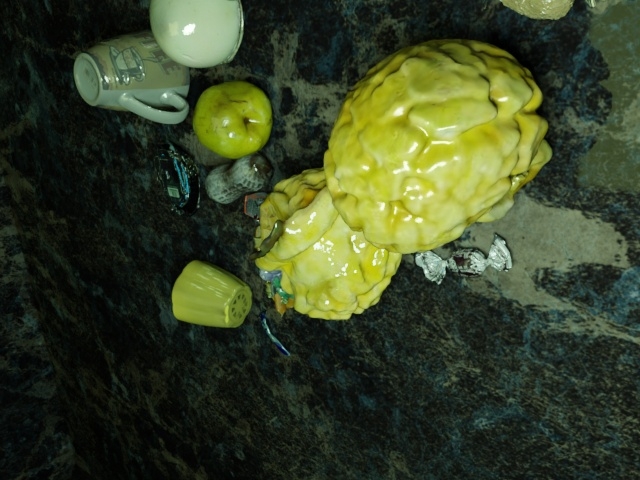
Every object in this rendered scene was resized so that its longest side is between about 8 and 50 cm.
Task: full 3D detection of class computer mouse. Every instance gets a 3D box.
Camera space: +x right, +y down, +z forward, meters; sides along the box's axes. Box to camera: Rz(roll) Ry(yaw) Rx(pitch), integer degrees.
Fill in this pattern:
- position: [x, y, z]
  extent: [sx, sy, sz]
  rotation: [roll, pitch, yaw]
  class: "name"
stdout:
- position: [-0.411, -0.183, 1.871]
  extent: [0.146, 0.077, 0.241]
  rotation: [14, 121, 40]
  class: "computer mouse"

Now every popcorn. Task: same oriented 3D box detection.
- position: [0.184, -0.175, 1.099]
  extent: [0.344, 0.390, 0.354]
  rotation: [60, 171, 28]
  class: "popcorn"
- position: [0.000, 0.000, 1.356]
  extent: [0.349, 0.382, 0.349]
  rotation: [-2, 86, 35]
  class: "popcorn"

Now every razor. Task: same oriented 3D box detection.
- position: [-0.139, 0.274, 1.847]
  extent: [0.154, 0.028, 0.044]
  rotation: [56, 136, 10]
  class: "razor"

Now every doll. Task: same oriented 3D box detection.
- position: [0.351, -0.410, 1.003]
  extent: [0.221, 0.105, 0.115]
  rotation: [30, 142, 34]
  class: "doll"

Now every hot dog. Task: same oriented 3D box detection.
- position: [-0.118, 0.075, 1.707]
  extent: [0.109, 0.072, 0.269]
  rotation: [2, 108, 46]
  class: "hot dog"

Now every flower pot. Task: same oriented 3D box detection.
- position: [-0.308, 0.168, 1.864]
  extent: [0.179, 0.195, 0.195]
  rotation: [14, 118, 25]
  class: "flower pot"

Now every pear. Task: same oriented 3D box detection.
- position: [-0.217, -0.295, 1.554]
  extent: [0.200, 0.200, 0.200]
  rotation: [20, 121, 37]
  class: "pear"

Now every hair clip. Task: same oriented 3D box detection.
- position: [-0.097, 0.071, 1.636]
  extent: [0.124, 0.052, 0.195]
  rotation: [-8, 118, 15]
  class: "hair clip"

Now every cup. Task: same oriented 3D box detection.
- position: [-0.500, -0.421, 1.724]
  extent: [0.301, 0.257, 0.227]
  rotation: [49, 137, 14]
  class: "cup"

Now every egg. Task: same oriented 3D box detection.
- position: [-0.335, -0.565, 1.557]
  extent: [0.264, 0.174, 0.286]
  rotation: [-23, 88, 43]
  class: "egg"

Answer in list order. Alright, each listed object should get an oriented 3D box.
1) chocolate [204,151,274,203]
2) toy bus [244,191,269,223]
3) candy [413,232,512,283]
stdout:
- position: [-0.220, -0.165, 1.674]
  extent: [0.248, 0.110, 0.110]
  rotation: [-22, 92, 42]
  class: "chocolate"
- position: [-0.108, -0.066, 1.629]
  extent: [0.192, 0.077, 0.065]
  rotation: [27, 123, 31]
  class: "toy bus"
- position: [0.290, 0.040, 1.309]
  extent: [0.226, 0.051, 0.094]
  rotation: [-8, 100, 46]
  class: "candy"
